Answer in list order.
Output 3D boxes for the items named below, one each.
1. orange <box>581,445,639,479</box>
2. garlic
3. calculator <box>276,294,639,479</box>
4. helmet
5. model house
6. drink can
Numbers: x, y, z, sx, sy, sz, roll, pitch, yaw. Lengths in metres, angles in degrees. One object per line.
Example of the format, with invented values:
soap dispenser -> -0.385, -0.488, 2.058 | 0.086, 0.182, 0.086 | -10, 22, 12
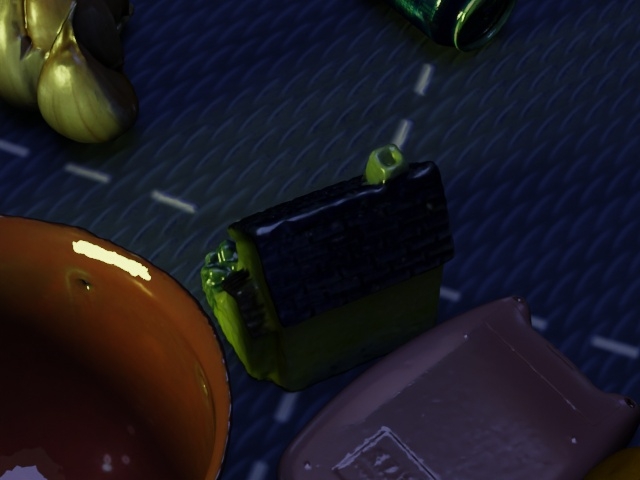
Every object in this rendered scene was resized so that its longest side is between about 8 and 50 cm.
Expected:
orange -> 0.278, 0.241, 1.295 | 0.159, 0.136, 0.159 | 4, 51, -5
garlic -> -0.273, -0.199, 1.579 | 0.160, 0.191, 0.214 | -11, 63, 17
calculator -> 0.118, 0.181, 1.384 | 0.330, 0.048, 0.220 | -34, 64, -24
helmet -> -0.238, 0.180, 1.239 | 0.385, 0.230, 0.337 | 33, 64, 27
model house -> 0.000, 0.000, 1.412 | 0.194, 0.211, 0.170 | -19, 59, -17
drink can -> 0.111, -0.298, 1.708 | 0.118, 0.118, 0.205 | -33, 63, -26
